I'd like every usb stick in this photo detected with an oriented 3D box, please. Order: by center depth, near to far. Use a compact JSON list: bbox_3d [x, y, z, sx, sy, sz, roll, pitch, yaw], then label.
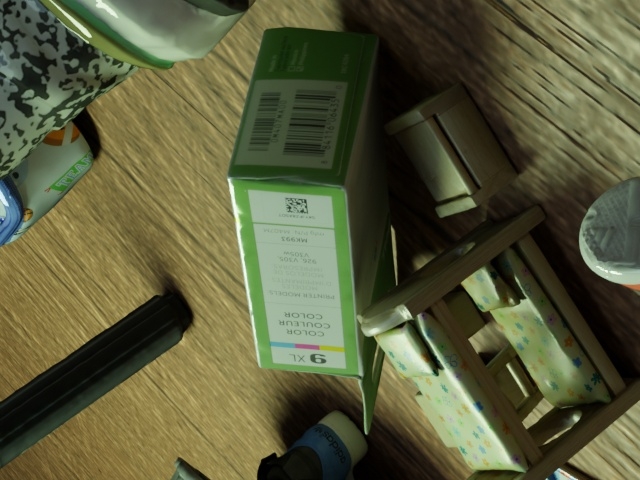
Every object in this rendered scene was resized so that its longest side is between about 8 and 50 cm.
[{"bbox_3d":[-0.224,0.135,1.255,0.045,0.278,0.077,51,157,9],"label":"usb stick"}]

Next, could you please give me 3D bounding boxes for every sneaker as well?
[{"bbox_3d":[0.179,0.017,0.624,0.065,0.061,0.158,38,173,-41],"label":"sneaker"},{"bbox_3d":[-0.181,-0.160,0.768,0.158,0.182,0.410,38,-169,-34],"label":"sneaker"},{"bbox_3d":[-0.014,0.189,1.171,0.058,0.084,0.152,47,156,17],"label":"sneaker"}]

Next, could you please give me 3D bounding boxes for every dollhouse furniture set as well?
[{"bbox_3d":[0.049,0.036,0.817,0.182,0.101,0.161,57,157,-5],"label":"dollhouse furniture set"}]

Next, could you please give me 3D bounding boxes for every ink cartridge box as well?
[{"bbox_3d":[0.000,0.000,0.840,0.062,0.109,0.209,4,140,10],"label":"ink cartridge box"}]

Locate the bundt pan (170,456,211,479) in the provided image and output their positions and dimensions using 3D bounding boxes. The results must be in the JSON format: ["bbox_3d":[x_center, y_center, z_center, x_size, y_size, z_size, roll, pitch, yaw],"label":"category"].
[{"bbox_3d":[-0.018,0.314,1.170,0.331,0.124,0.331,38,172,7],"label":"bundt pan"}]

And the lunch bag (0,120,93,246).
[{"bbox_3d":[-0.320,-0.139,1.270,0.303,0.115,0.243,52,160,-4],"label":"lunch bag"}]

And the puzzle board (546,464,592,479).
[{"bbox_3d":[0.150,0.179,0.934,0.096,0.011,0.128,27,144,48],"label":"puzzle board"}]
